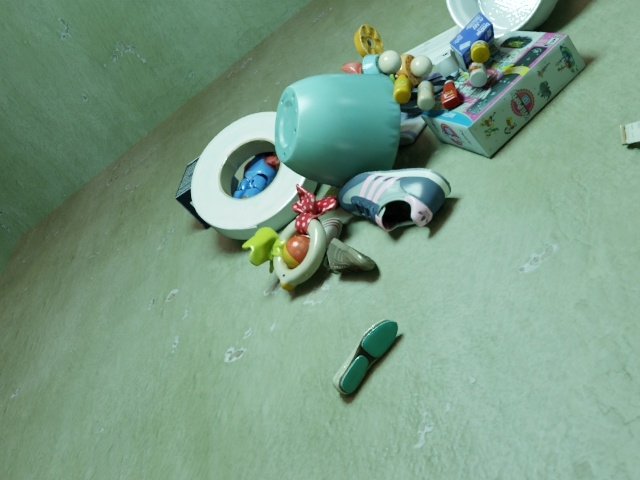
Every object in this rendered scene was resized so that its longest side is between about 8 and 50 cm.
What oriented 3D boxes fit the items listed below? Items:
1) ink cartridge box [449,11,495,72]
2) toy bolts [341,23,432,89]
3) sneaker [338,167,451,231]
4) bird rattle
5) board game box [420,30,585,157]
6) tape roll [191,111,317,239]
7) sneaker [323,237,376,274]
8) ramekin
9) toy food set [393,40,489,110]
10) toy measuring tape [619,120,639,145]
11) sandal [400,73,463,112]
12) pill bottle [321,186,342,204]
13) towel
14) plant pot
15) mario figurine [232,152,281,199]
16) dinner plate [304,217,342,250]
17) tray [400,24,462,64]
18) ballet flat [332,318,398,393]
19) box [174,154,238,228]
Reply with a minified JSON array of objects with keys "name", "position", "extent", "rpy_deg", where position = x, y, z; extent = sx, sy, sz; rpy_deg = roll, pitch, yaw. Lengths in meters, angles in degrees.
[{"name":"ink cartridge box","position":[0.362,-0.460,1.751],"extent":[0.097,0.046,0.207],"rpy_deg":[-45,-12,11]},{"name":"toy bolts","position":[0.174,-0.484,1.956],"extent":[0.158,0.218,0.228],"rpy_deg":[-18,9,41]},{"name":"sneaker","position":[0.135,-0.080,1.655],"extent":[0.319,0.112,0.131],"rpy_deg":[-7,43,51]},{"name":"bird rattle","position":[-0.045,0.005,1.747],"extent":[0.253,0.143,0.207],"rpy_deg":[-37,46,19]},{"name":"board game box","position":[0.409,-0.341,1.691],"extent":[0.303,0.097,0.224],"rpy_deg":[-45,26,-4]},{"name":"tape roll","position":[-0.187,-0.186,2.107],"extent":[0.392,0.072,0.392],"rpy_deg":[-11,60,20]},{"name":"sneaker","position":[0.062,0.051,1.634],"extent":[0.071,0.066,0.188],"rpy_deg":[-60,22,1]},{"name":"ramekin","position":[0.468,-0.643,1.867],"extent":[0.277,0.277,0.135],"rpy_deg":[-17,-5,40]},{"name":"toy food set","position":[0.283,-0.374,1.676],"extent":[0.232,0.111,0.104],"rpy_deg":[-29,28,26]},{"name":"toy measuring tape","position":[0.639,-0.204,1.206],"extent":[0.121,0.121,0.330],"rpy_deg":[-50,10,-15]},{"name":"sandal","position":[0.307,-0.396,1.904],"extent":[0.254,0.054,0.097],"rpy_deg":[-13,40,29]},{"name":"pill bottle","position":[0.041,-0.123,1.915],"extent":[0.043,0.043,0.083],"rpy_deg":[1,49,54]},{"name":"towel","position":[0.236,-0.355,2.007],"extent":[0.209,0.034,0.285],"rpy_deg":[0,48,52]},{"name":"plant pot","position":[0.024,-0.268,1.794],"extent":[0.293,0.235,0.293],"rpy_deg":[-178,90,-69]},{"name":"mario figurine","position":[-0.149,-0.207,2.252],"extent":[0.198,0.170,0.321],"rpy_deg":[16,67,18]},{"name":"dinner plate","position":[0.000,0.000,1.820],"extent":[0.141,0.017,0.141],"rpy_deg":[-31,30,20]},{"name":"tray","position":[0.318,-0.557,2.197],"extent":[0.270,0.030,0.145],"rpy_deg":[-21,33,35]},{"name":"ballet flat","position":[0.078,0.209,1.375],"extent":[0.168,0.057,0.052],"rpy_deg":[-49,18,-14]},{"name":"box","position":[-0.364,-0.167,2.398],"extent":[0.108,0.153,0.207],"rpy_deg":[-30,28,23]}]
